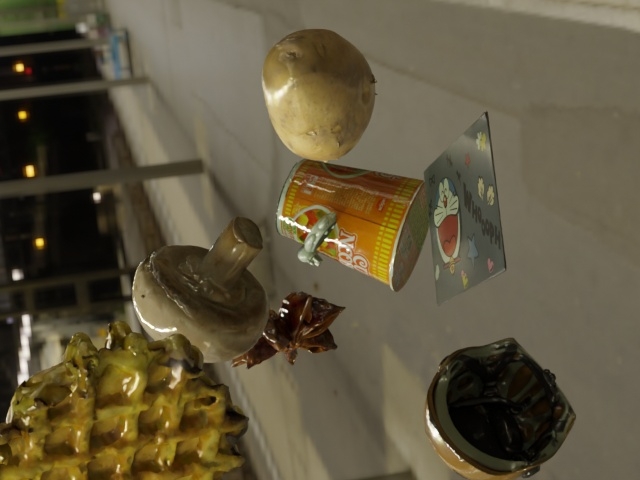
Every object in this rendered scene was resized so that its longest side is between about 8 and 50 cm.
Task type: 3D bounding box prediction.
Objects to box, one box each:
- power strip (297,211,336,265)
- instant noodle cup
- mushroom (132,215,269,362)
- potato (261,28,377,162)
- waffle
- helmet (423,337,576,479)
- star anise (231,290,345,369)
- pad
[{"bbox_3d":[0.000,0.000,1.614,0.035,0.055,0.083,39,126,8],"label":"power strip"},{"bbox_3d":[0.045,-0.036,1.696,0.168,0.185,0.169,18,-90,-75],"label":"instant noodle cup"},{"bbox_3d":[-0.158,0.063,1.775,0.215,0.207,0.207,-56,30,24],"label":"mushroom"},{"bbox_3d":[0.001,-0.184,1.500,0.235,0.128,0.161,61,-151,-58],"label":"potato"},{"bbox_3d":[-0.272,0.282,1.503,0.095,0.382,0.380,37,168,42],"label":"waffle"},{"bbox_3d":[0.233,0.251,1.696,0.198,0.224,0.130,50,147,22],"label":"helmet"},{"bbox_3d":[-0.058,0.158,2.164,0.196,0.212,0.111,110,148,-73],"label":"star anise"},{"bbox_3d":[0.154,-0.029,1.349,0.245,0.006,0.170,133,134,-75],"label":"pad"}]
